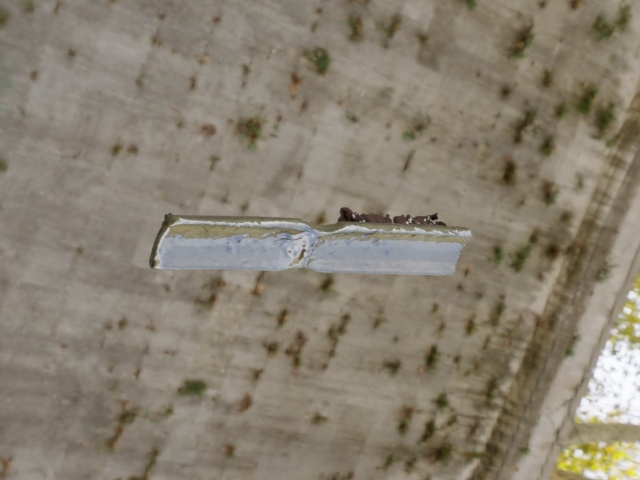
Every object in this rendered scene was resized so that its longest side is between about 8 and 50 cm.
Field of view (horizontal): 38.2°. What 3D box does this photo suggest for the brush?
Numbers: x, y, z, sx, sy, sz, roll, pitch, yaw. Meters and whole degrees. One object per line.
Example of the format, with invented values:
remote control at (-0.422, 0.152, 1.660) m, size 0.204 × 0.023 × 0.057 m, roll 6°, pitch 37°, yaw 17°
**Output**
brush at (0.000, 0.000, 0.601) m, size 0.036 × 0.248 × 0.043 m, roll 42°, pitch -59°, yaw 43°
